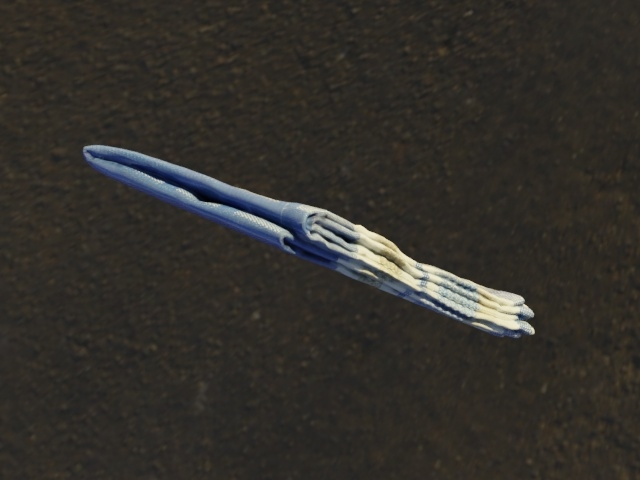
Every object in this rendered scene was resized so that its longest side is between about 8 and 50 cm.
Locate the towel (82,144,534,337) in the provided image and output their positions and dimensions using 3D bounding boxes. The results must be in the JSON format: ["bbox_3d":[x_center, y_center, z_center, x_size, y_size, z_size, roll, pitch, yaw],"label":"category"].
[{"bbox_3d":[0.000,0.000,0.923,0.209,0.285,0.034,21,89,41],"label":"towel"}]
